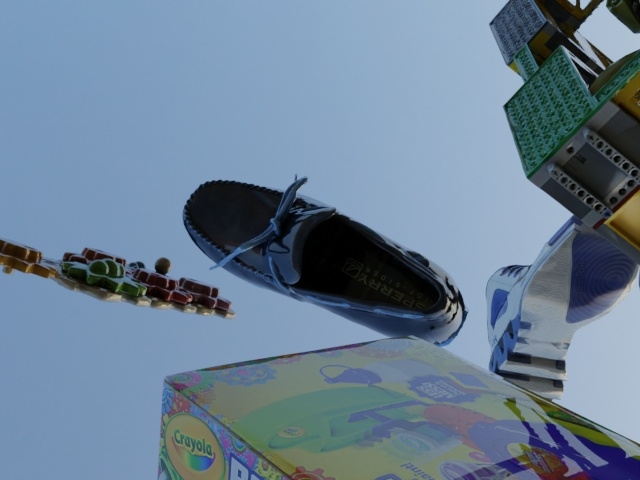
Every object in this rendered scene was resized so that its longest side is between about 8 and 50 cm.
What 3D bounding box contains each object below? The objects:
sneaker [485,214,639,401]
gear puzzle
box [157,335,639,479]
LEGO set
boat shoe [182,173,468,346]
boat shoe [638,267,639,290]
[{"bbox_3d":[0.291,0.069,1.212,0.127,0.315,0.182,13,-146,-10],"label":"sneaker"},{"bbox_3d":[-0.238,0.027,0.967,0.175,0.339,0.044,18,-90,30],"label":"gear puzzle"},{"bbox_3d":[0.059,0.228,0.420,0.177,0.279,0.290,-5,-163,-36],"label":"box"},{"bbox_3d":[0.241,-0.102,0.527,0.192,0.255,0.331,35,-162,-16],"label":"LEGO set"},{"bbox_3d":[0.000,0.000,0.738,0.258,0.089,0.109,17,-104,17],"label":"boat shoe"},{"bbox_3d":[0.521,-0.001,1.123,0.116,0.324,0.123,9,-124,-16],"label":"boat shoe"}]
